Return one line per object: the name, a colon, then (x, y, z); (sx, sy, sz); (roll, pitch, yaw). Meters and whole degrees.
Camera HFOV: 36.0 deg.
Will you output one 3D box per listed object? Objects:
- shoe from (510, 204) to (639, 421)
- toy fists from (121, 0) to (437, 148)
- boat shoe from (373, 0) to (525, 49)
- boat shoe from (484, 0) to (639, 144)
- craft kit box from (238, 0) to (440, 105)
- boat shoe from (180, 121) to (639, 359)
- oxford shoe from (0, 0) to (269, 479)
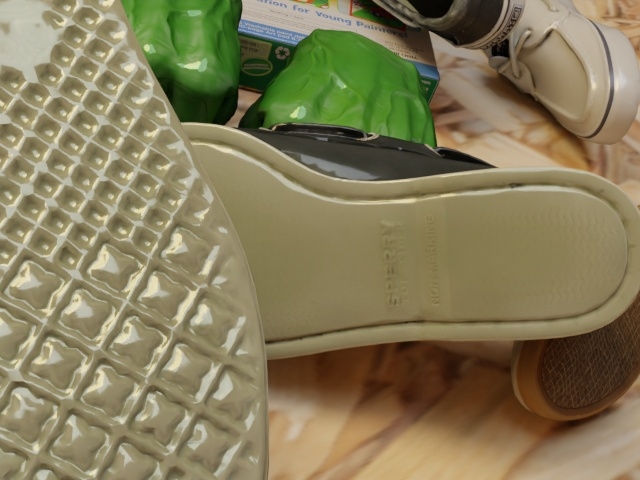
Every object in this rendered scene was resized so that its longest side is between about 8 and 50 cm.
shoe: (0.175, 0.047, 0.638); (0.219, 0.058, 0.076); (-38, 99, -43)
toy fists: (-0.049, -0.098, 0.661); (0.279, 0.096, 0.142); (24, 32, -11)
boat shoe: (0.032, -0.265, 0.802); (0.105, 0.113, 0.306); (-4, 52, -49)
boat shoe: (0.189, -0.174, 0.865); (0.088, 0.096, 0.267); (2, 41, -16)
craft kit box: (-0.035, -0.210, 0.837); (0.249, 0.061, 0.247); (12, 42, -11)
boat shoe: (0.001, -0.004, 0.562); (0.340, 0.127, 0.113); (-2, 3, 5)
oxford shoe: (-0.139, -0.007, 0.451); (0.169, 0.130, 0.449); (-10, 72, -30)
